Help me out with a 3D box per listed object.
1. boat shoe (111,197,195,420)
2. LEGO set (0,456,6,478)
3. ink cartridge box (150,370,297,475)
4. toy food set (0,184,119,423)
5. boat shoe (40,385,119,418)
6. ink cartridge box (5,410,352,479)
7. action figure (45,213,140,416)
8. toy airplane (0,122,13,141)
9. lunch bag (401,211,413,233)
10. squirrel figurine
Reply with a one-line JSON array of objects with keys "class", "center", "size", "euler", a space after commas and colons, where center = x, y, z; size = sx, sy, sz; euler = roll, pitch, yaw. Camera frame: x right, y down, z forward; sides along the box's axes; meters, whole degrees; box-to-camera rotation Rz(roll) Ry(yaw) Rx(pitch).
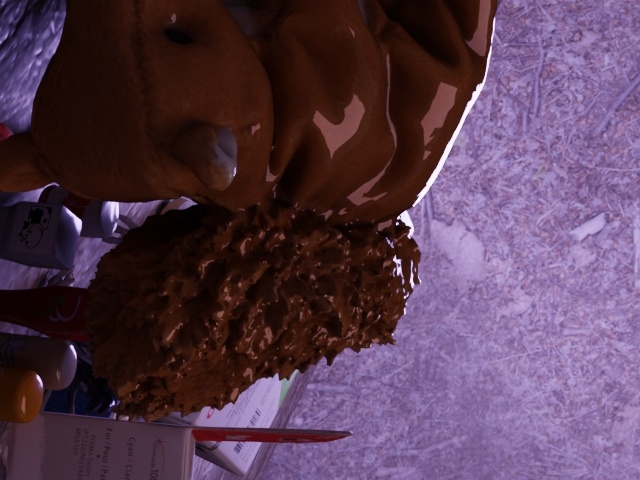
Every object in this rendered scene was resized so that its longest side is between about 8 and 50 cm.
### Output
[{"class": "boat shoe", "center": [-0.167, 0.097, 1.759], "size": [0.277, 0.096, 0.098], "euler": [-66, 172, 17]}, {"class": "LEGO set", "center": [-0.320, 0.293, 1.295], "size": [0.107, 0.132, 0.287], "euler": [-33, 129, -63]}, {"class": "ink cartridge box", "center": [-0.123, 0.149, 2.009], "size": [0.198, 0.114, 0.273], "euler": [-62, 162, -14]}, {"class": "toy food set", "center": [-0.232, 0.028, 1.281], "size": [0.111, 0.104, 0.232], "euler": [50, 47, -66]}, {"class": "boat shoe", "center": [-0.250, 0.183, 1.655], "size": [0.183, 0.066, 0.066], "euler": [-55, 177, 3]}, {"class": "ink cartridge box", "center": [-0.115, 0.186, 1.403], "size": [0.296, 0.261, 0.066], "euler": [111, -16, -81]}, {"class": "action figure", "center": [-0.167, 0.050, 1.518], "size": [0.275, 0.141, 0.164], "euler": [-39, -167, 27]}, {"class": "toy airplane", "center": [-0.251, -0.033, 1.095], "size": [0.151, 0.028, 0.151], "euler": [25, 90, -82]}, {"class": "lunch bag", "center": [0.000, 0.000, 2.139], "size": [0.090, 0.219, 0.176], "euler": [68, 29, -17]}, {"class": "squirrel figurine", "center": [-0.058, -0.055, 1.200], "size": [0.370, 0.281, 0.397], "euler": [-28, 120, -64]}]
